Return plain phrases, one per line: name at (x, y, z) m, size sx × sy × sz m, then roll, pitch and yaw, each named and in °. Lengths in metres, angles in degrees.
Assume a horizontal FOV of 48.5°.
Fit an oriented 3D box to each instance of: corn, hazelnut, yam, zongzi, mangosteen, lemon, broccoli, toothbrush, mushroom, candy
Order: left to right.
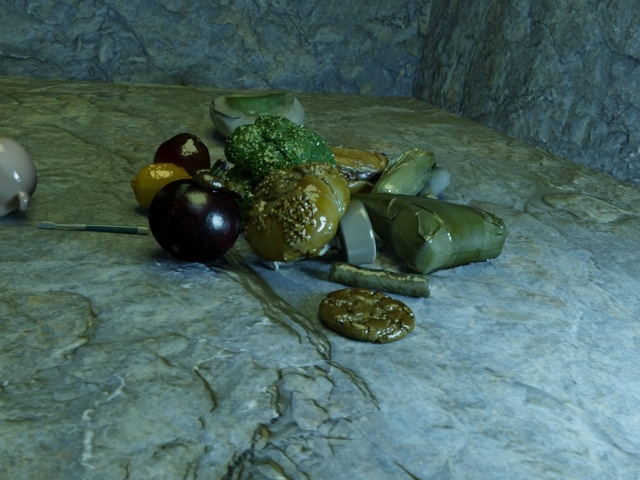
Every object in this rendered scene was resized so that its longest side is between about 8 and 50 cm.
toothbrush at (-0.581, -0.034, 1.827) m, size 0.275 × 0.019 × 0.025 m, roll 3°, pitch 15°, yaw -15°
lemon at (-0.440, -0.149, 2.005) m, size 0.187 × 0.142 × 0.142 m, roll -1°, pitch 24°, yaw -18°
hazelnut at (-0.435, -0.255, 2.235) m, size 0.177 × 0.178 × 0.204 m, roll 4°, pitch 22°, yaw -13°
mangosteen at (-0.290, -0.076, 1.719) m, size 0.228 × 0.265 × 0.228 m, roll 25°, pitch 8°, yaw -4°
candy at (-0.253, -0.481, 2.847) m, size 0.386 × 0.186 × 0.427 m, roll -1°, pitch 25°, yaw -3°
broccoli at (-0.111, -0.191, 2.051) m, size 0.321 × 0.310 × 0.414 m, roll 4°, pitch 56°, yaw 3°
yam at (0.145, 0.096, 1.751) m, size 0.252 × 0.061 × 0.061 m, roll 10°, pitch 22°, yaw 3°
corn at (0.282, -0.205, 2.379) m, size 0.123 × 0.122 × 0.305 m, roll 8°, pitch 40°, yaw 36°
zongzi at (0.308, -0.057, 2.035) m, size 0.356 × 0.174 × 0.393 m, roll -4°, pitch 28°, yaw -33°
mushroom at (0.380, -0.177, 2.491) m, size 0.118 × 0.103 × 0.270 m, roll 8°, pitch 31°, yaw 20°

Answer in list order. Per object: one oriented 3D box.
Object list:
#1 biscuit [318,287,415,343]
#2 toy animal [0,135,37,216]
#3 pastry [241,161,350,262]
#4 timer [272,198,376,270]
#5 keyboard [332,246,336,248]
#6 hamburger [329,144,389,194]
biscuit at (0.106, 0.163, 1.594) m, size 0.225 × 0.042 × 0.226 m, roll 9°, pitch 21°, yaw -4°
toy animal at (-0.825, -0.172, 1.835) m, size 0.229 × 0.210 × 0.221 m, roll -22°, pitch 17°, yaw 22°
pastry at (-0.064, -0.088, 1.761) m, size 0.255 × 0.162 × 0.311 m, roll -7°, pitch 40°, yaw 26°
timer at (-0.007, 0.007, 1.840) m, size 0.266 × 0.175 × 0.175 m, roll -15°, pitch 26°, yaw -9°
keyboard at (0.000, 0.000, 1.951) m, size 0.155 × 0.053 × 0.010 m, roll -1°, pitch -18°, yaw -27°
hamburger at (0.085, -0.230, 2.408) m, size 0.282 × 0.155 × 0.245 m, roll 20°, pitch 26°, yaw 19°
